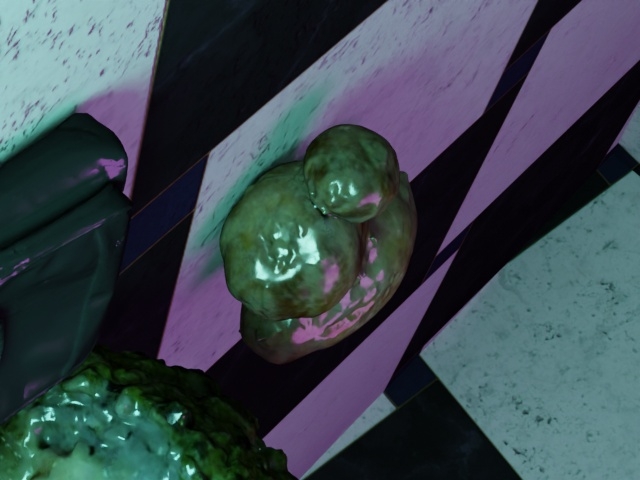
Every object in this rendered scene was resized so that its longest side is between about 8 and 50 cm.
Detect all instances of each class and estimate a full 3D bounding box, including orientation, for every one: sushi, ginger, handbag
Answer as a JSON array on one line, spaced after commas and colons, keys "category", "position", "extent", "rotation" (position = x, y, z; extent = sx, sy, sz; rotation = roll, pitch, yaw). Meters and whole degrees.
[{"category": "sushi", "position": [-0.202, 0.262, 1.642], "extent": [0.352, 0.294, 0.178], "rotation": [-53, 165, 13]}, {"category": "ginger", "position": [0.000, 0.000, 1.872], "extent": [0.244, 0.155, 0.304], "rotation": [-45, 169, -6]}, {"category": "handbag", "position": [-0.243, 0.054, 1.343], "extent": [0.244, 0.088, 0.275], "rotation": [-36, 165, -34]}]
